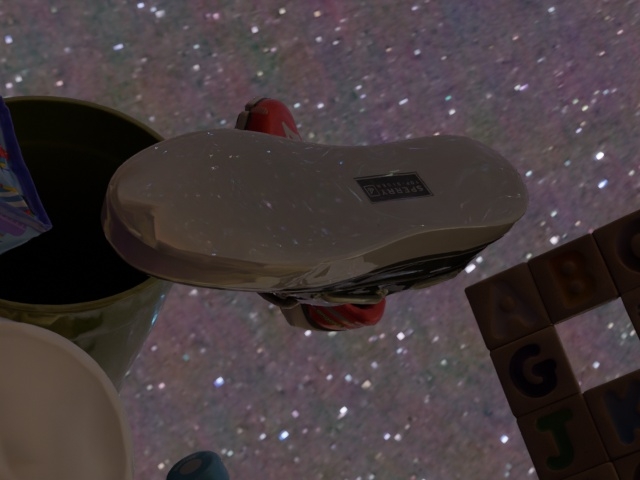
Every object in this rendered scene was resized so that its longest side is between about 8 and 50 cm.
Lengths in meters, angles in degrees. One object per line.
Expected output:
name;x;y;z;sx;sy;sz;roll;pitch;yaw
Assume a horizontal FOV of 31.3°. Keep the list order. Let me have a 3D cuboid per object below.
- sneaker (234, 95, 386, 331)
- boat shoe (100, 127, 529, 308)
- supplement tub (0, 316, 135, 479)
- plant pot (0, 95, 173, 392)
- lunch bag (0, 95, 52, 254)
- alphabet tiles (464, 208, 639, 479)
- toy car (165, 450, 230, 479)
sneaker;0.000;-0.027;1.150;0.118;0.107;0.279;0;-53;32
boat shoe;0.000;0.000;0.511;0.070;0.219;0.078;-56;-130;39
supplement tub;-0.299;0.179;0.876;0.316;0.228;0.228;-19;-81;52
plant pot;-0.361;0.062;1.495;0.366;0.366;0.353;35;-42;17
lunch bag;-0.387;-0.037;0.877;0.221;0.293;0.138;-25;-102;11
alphabet tiles;0.215;0.066;0.586;0.237;0.009;0.198;-26;-111;17
toy car;-0.198;0.392;1.416;0.238;0.210;0.219;-4;-60;47
